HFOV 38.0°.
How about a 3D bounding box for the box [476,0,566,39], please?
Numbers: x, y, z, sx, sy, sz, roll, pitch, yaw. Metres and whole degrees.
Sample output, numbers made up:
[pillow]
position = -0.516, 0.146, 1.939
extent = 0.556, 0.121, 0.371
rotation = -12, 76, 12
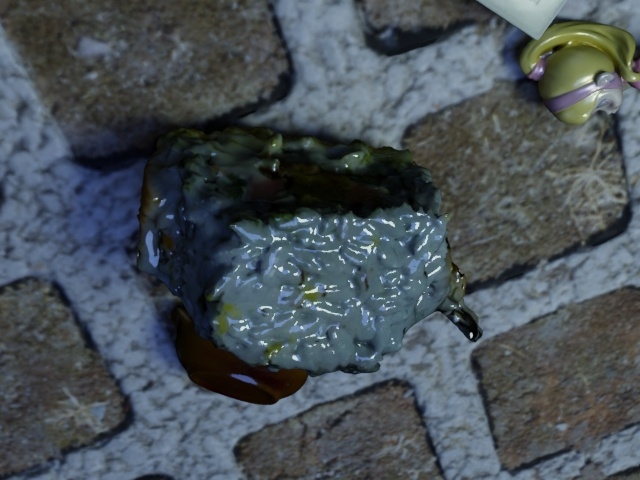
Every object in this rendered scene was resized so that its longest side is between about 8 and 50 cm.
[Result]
[box]
position = 0.157, -0.292, 0.639
extent = 0.164, 0.069, 0.257
rotation = 25, 111, -24

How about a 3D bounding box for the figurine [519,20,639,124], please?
[figurine]
position = 0.254, -0.146, 0.748
extent = 0.187, 0.083, 0.083
rotation = -12, 121, 2

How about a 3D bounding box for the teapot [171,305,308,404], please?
[teapot]
position = -0.070, 0.092, 0.809
extent = 0.129, 0.078, 0.098
rotation = 19, 154, -7

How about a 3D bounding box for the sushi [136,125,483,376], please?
[sushi]
position = 0.000, 0.000, 0.703
extent = 0.274, 0.184, 0.140
rotation = 1, 120, -15
